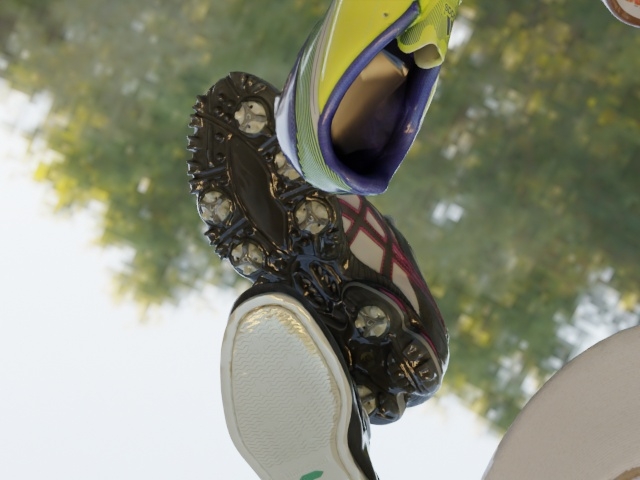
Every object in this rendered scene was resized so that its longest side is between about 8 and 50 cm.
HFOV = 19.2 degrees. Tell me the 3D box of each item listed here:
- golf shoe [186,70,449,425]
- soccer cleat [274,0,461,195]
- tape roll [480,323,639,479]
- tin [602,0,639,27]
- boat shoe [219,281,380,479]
[{"bbox_3d":[0.000,0.000,1.352,0.273,0.105,0.120,60,-154,-5],"label":"golf shoe"},{"bbox_3d":[0.060,-0.159,1.107,0.093,0.289,0.121,16,-168,-28],"label":"soccer cleat"},{"bbox_3d":[0.225,0.241,1.139,0.072,0.392,0.392,13,-155,-36],"label":"tape roll"},{"bbox_3d":[0.260,-0.231,1.310,0.106,0.190,0.040,16,-148,-25],"label":"tin"},{"bbox_3d":[-0.013,0.112,1.227,0.084,0.233,0.079,-16,-142,6],"label":"boat shoe"}]
